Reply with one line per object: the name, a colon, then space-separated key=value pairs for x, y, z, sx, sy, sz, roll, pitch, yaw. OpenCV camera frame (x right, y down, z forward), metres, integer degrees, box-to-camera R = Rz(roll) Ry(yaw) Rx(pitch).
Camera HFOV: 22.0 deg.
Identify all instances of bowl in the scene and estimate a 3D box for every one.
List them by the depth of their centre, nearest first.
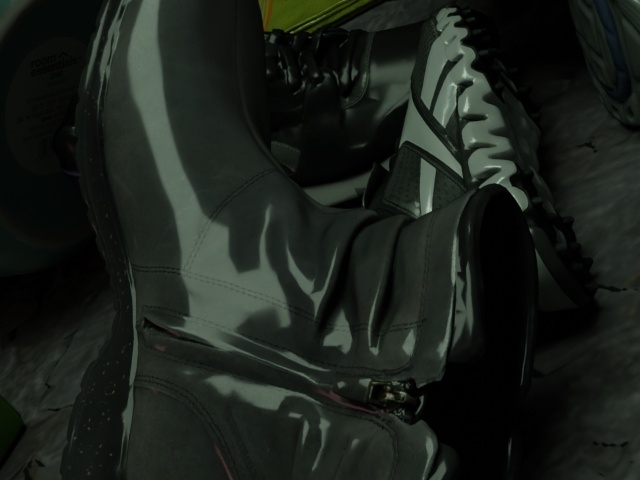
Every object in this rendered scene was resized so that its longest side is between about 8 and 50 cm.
bowl: x=-0.218 y=-0.098 z=1.085 sx=0.163 sy=0.311 sz=0.311 roll=16 pitch=56 yaw=32

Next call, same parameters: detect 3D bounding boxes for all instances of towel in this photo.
towel: x=-0.013 y=-0.176 z=1.201 sx=0.237 sy=0.021 sz=0.102 roll=-26 pitch=31 yaw=22

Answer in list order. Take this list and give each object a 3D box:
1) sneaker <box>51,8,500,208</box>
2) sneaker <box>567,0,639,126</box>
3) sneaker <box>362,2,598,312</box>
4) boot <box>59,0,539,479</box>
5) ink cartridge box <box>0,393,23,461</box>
sneaker: x=-0.035 y=-0.081 z=0.976 sx=0.283 sy=0.124 sz=0.107 roll=-25 pitch=31 yaw=23
sneaker: x=0.204 y=-0.110 z=0.795 sx=0.129 sy=0.111 sz=0.297 roll=-22 pitch=30 yaw=-6
sneaker: x=0.061 y=-0.034 z=0.831 sx=0.106 sy=0.078 sz=0.234 roll=-31 pitch=38 yaw=18
boot: x=0.000 y=0.000 z=0.754 sx=0.223 sy=0.118 sz=0.338 roll=-13 pitch=72 yaw=38
ink cartridge box: x=-0.329 y=0.160 z=0.992 sx=0.255 sy=0.097 sz=0.189 roll=-10 pitch=39 yaw=40
